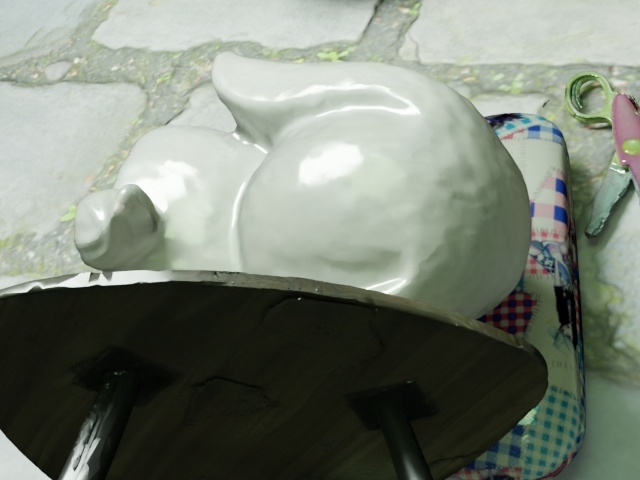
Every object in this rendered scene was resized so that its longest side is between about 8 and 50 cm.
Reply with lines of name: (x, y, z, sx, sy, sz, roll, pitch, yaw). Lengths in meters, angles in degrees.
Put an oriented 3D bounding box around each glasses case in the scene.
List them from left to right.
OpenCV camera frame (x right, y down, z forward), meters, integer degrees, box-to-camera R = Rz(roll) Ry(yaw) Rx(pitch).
glasses case: (0.126, 0.031, 0.710, 0.125, 0.076, 0.328, -11, 48, 23)

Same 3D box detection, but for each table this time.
table: (-0.055, 0.190, 0.470, 0.317, 0.317, 0.249, -16, 46, 15)

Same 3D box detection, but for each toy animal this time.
toy animal: (0.000, 0.000, 0.612, 0.264, 0.206, 0.272, -3, 67, 31)

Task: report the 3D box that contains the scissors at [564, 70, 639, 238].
scissors: (0.256, -0.074, 0.773, 0.133, 0.020, 0.187, 2, 52, 24)
